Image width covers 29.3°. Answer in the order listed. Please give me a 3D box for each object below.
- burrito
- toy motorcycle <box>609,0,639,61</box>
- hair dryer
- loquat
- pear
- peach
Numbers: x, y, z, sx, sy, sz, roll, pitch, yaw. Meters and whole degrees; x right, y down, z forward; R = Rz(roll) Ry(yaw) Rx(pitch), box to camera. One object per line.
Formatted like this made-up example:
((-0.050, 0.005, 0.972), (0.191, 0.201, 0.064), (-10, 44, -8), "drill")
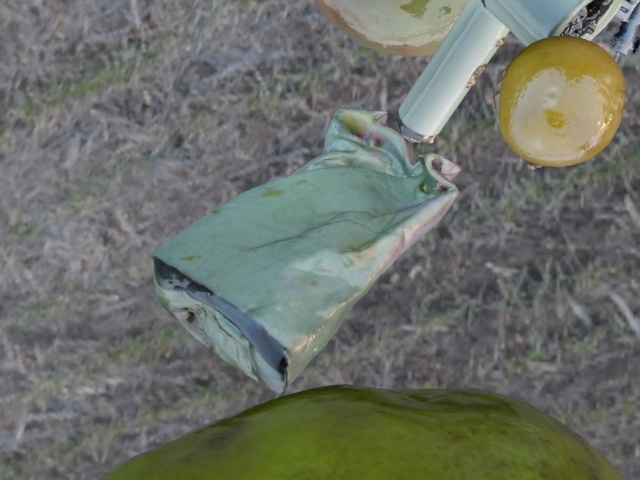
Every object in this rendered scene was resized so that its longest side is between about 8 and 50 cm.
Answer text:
((0.000, 0.000, 0.864), (0.144, 0.229, 0.089), (33, 146, 31), "burrito")
((0.415, -0.379, 1.710), (0.134, 0.400, 0.207), (23, 180, -29), "toy motorcycle")
((0.179, -0.230, 1.422), (0.203, 0.128, 0.362), (49, 135, 17), "hair dryer")
((0.248, -0.140, 1.266), (0.141, 0.141, 0.141), (7, 136, 6), "loquat")
((0.042, 0.255, 0.669), (0.413, 0.351, 0.352), (25, 136, -27), "pear")
((0.114, -0.389, 1.646), (0.292, 0.247, 0.292), (0, 126, 0), "peach")
